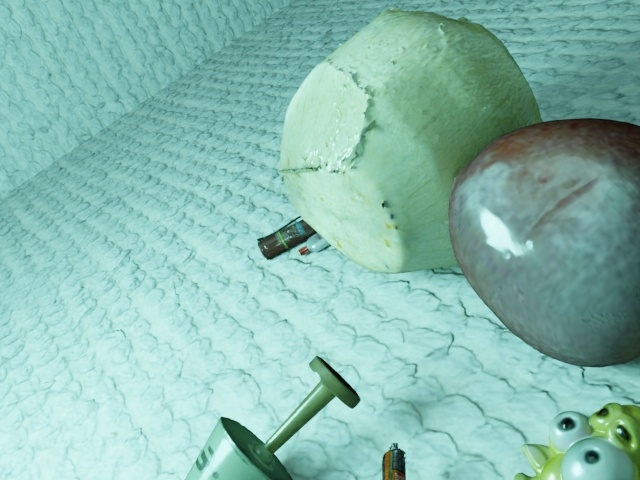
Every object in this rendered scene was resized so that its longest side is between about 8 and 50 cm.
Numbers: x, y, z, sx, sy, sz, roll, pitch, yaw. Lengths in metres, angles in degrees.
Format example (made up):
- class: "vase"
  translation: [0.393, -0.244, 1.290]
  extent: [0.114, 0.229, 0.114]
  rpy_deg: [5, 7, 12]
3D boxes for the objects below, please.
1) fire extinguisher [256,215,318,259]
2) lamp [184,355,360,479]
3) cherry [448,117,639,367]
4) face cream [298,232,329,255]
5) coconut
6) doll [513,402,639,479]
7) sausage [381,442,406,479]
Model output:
- class: "fire extinguisher"
  translation: [-0.045, -0.011, 1.205]
  extent: [0.132, 0.039, 0.056]
  rpy_deg: [-28, 61, 2]
- class: "lamp"
  translation: [-0.056, 0.227, 0.766]
  extent: [0.214, 0.121, 0.121]
  rpy_deg: [-46, 32, -2]
- class: "cherry"
  translation: [0.272, -0.010, 0.727]
  extent: [0.307, 0.221, 0.261]
  rpy_deg: [32, 82, 26]
- class: "face cream"
  translation: [0.000, 0.000, 1.166]
  extent: [0.083, 0.021, 0.040]
  rpy_deg: [-31, 32, -4]
- class: "coconut"
  translation: [0.134, -0.151, 0.979]
  extent: [0.360, 0.346, 0.346]
  rpy_deg: [-44, 34, -22]
- class: "doll"
  translation: [0.306, 0.162, 0.603]
  extent: [0.291, 0.086, 0.117]
  rpy_deg: [-28, 27, 2]
- class: "sausage"
  translation: [0.070, 0.264, 0.627]
  extent: [0.028, 0.025, 0.198]
  rpy_deg: [8, 31, -2]
